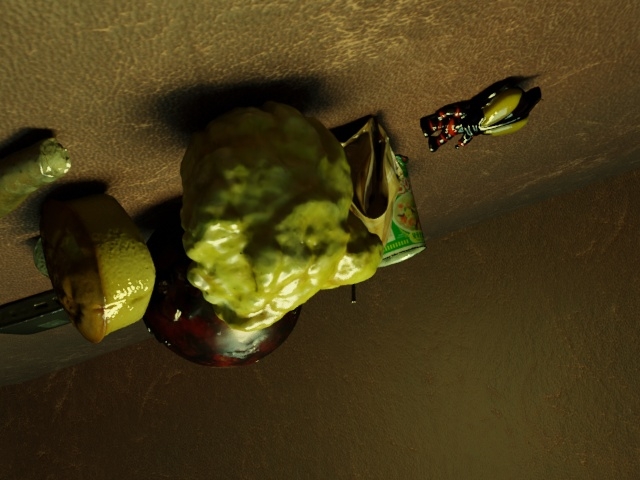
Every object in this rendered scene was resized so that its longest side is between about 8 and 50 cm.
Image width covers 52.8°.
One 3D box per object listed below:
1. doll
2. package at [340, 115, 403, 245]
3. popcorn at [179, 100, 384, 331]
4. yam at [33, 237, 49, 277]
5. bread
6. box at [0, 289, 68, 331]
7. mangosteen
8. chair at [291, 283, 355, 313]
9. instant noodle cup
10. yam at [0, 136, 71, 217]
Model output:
[{"bbox_3d":[0.336,-0.253,1.337,0.248,0.088,0.127,-17,170,16],"label":"doll"},{"bbox_3d":[0.110,-0.126,1.360,0.165,0.221,0.311,-36,165,-1],"label":"package"},{"bbox_3d":[-0.070,-0.049,1.024,0.292,0.334,0.293,-13,-160,10],"label":"popcorn"},{"bbox_3d":[-0.551,0.053,1.427,0.106,0.106,0.259,-16,168,-8],"label":"yam"},{"bbox_3d":[-0.416,0.047,1.177,0.148,0.270,0.270,-19,173,-37],"label":"bread"},{"bbox_3d":[-0.792,0.212,1.902,0.290,0.073,0.289,-18,170,-1],"label":"box"},{"bbox_3d":[-0.216,0.077,1.469,0.381,0.381,0.421,-22,-158,23],"label":"mangosteen"},{"bbox_3d":[-0.002,-0.016,1.321,0.170,0.160,0.326,-9,-147,15],"label":"chair"},{"bbox_3d":[0.159,-0.065,1.603,0.207,0.233,0.207,-18,168,-4],"label":"instant noodle cup"},{"bbox_3d":[-0.492,-0.070,0.976,0.317,0.067,0.071,-22,-179,30],"label":"yam"}]
